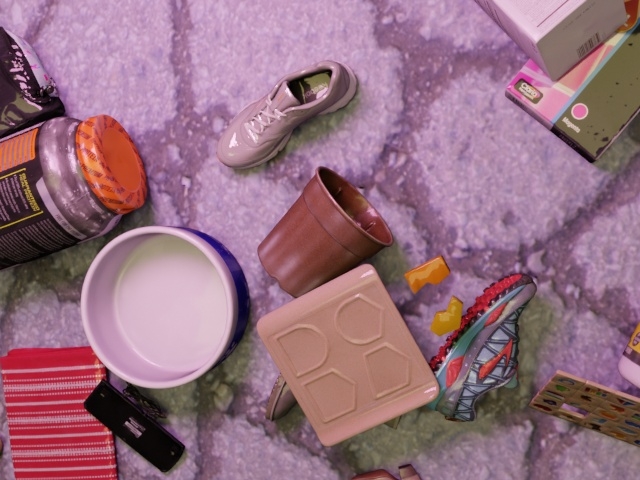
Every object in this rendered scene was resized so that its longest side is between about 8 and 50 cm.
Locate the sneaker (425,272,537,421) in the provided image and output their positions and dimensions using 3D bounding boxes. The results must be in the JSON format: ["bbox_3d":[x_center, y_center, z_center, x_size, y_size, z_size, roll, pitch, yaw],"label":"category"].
[{"bbox_3d":[0.264,0.170,1.211,0.125,0.104,0.262,34,106,0],"label":"sneaker"}]

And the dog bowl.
[{"bbox_3d":[-0.256,0.107,1.305,0.264,0.104,0.265,0,92,12],"label":"dog bowl"}]

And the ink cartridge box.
[{"bbox_3d":[0.463,-0.313,1.168,0.176,0.069,0.371,40,96,9],"label":"ink cartridge box"}]

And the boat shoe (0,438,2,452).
[{"bbox_3d":[-0.676,0.322,1.414,0.223,0.073,0.080,41,99,8],"label":"boat shoe"}]

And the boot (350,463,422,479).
[{"bbox_3d":[0.115,0.415,1.266,0.118,0.042,0.087,-15,90,12],"label":"boot"}]

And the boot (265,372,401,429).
[{"bbox_3d":[0.033,0.251,1.271,0.208,0.076,0.190,26,99,3],"label":"boot"}]

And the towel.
[{"bbox_3d":[-0.463,0.325,1.392,0.198,0.031,0.275,-5,92,10],"label":"towel"}]

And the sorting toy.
[{"bbox_3d":[0.082,0.155,1.186,0.307,0.041,0.229,-28,93,15],"label":"sorting toy"}]

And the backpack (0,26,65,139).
[{"bbox_3d":[-0.538,-0.273,1.353,0.152,0.115,0.182,-26,85,0],"label":"backpack"}]

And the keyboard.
[{"bbox_3d":[-0.312,0.310,1.357,0.192,0.038,0.100,40,111,-3],"label":"keyboard"}]

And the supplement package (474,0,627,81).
[{"bbox_3d":[0.301,-0.376,1.123,0.139,0.134,0.244,-40,63,12],"label":"supplement package"}]

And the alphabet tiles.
[{"bbox_3d":[0.435,0.255,1.124,0.237,0.198,0.009,19,67,11],"label":"alphabet tiles"}]

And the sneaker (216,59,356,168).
[{"bbox_3d":[-0.069,-0.211,1.250,0.262,0.121,0.099,-35,83,11],"label":"sneaker"}]

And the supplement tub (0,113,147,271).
[{"bbox_3d":[-0.476,-0.076,1.296,0.338,0.207,0.207,-18,87,12],"label":"supplement tub"}]

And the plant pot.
[{"bbox_3d":[0.000,0.000,1.227,0.165,0.167,0.167,-45,82,17],"label":"plant pot"}]

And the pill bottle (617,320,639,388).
[{"bbox_3d":[0.574,0.082,1.087,0.188,0.188,0.334,27,96,10],"label":"pill bottle"}]
